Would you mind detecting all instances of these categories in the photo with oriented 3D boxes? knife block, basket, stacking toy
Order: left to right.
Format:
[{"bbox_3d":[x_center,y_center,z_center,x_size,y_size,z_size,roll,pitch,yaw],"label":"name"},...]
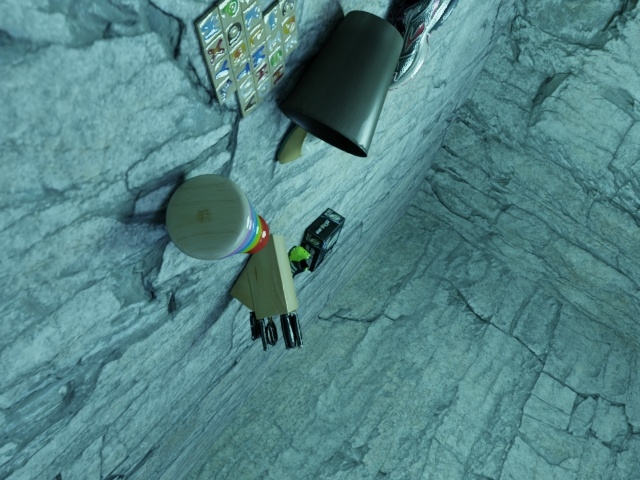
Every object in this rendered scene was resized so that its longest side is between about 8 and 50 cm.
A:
[{"bbox_3d":[-0.171,-0.025,0.929,0.141,0.141,0.330,-55,174,-2],"label":"stacking toy"},{"bbox_3d":[-0.107,0.153,1.304,0.276,0.242,0.088,-58,168,8],"label":"knife block"},{"bbox_3d":[0.058,-0.311,0.950,0.227,0.204,0.154,-63,-152,0],"label":"basket"}]

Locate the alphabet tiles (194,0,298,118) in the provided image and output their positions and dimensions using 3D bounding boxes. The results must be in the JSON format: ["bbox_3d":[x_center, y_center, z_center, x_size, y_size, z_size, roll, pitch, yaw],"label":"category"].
[{"bbox_3d":[-0.098,-0.298,0.742,0.198,0.009,0.237,-52,166,-18],"label":"alphabet tiles"}]

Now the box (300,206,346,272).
[{"bbox_3d":[0.000,0.000,1.696,0.147,0.077,0.180,-45,163,-42],"label":"box"}]

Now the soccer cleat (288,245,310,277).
[{"bbox_3d":[-0.081,0.092,1.635,0.060,0.072,0.179,-45,163,-41],"label":"soccer cleat"}]

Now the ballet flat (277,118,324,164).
[{"bbox_3d":[-0.006,-0.252,1.049,0.232,0.073,0.080,-57,169,4],"label":"ballet flat"}]

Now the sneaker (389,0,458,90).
[{"bbox_3d":[0.206,-0.508,1.163,0.111,0.121,0.299,5,124,-42],"label":"sneaker"}]
